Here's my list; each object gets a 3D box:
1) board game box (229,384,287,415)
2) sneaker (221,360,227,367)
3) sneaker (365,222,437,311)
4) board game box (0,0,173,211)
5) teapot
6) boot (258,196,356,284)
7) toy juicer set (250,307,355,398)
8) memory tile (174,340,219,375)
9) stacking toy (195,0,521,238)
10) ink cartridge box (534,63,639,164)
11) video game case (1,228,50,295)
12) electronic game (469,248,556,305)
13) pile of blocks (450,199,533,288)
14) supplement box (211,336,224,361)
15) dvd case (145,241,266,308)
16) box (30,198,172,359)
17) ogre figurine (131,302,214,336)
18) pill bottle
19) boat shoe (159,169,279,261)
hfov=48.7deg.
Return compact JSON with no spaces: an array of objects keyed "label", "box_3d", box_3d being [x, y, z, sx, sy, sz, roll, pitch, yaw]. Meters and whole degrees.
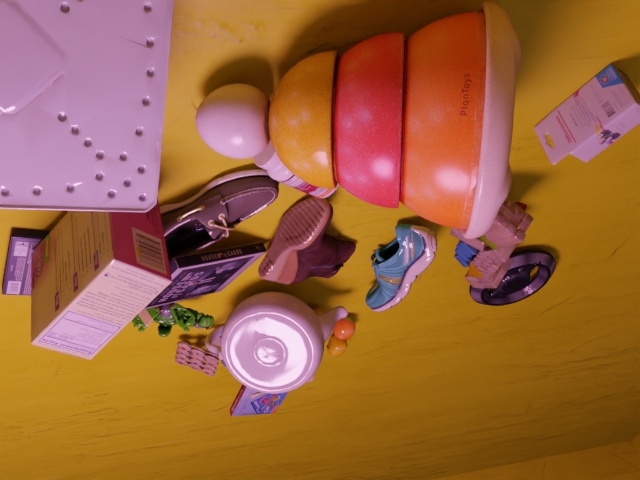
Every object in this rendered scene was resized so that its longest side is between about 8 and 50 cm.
[{"label":"board game box","box_3d":[-0.166,0.444,2.083,0.145,0.027,0.281,3,142,-21]},{"label":"sneaker","box_3d":[-0.185,0.289,1.808,0.069,0.082,0.209,16,137,-40]},{"label":"sneaker","box_3d":[0.163,0.056,1.614,0.109,0.107,0.275,18,132,-12]},{"label":"board game box","box_3d":[-0.387,-0.228,0.868,0.389,0.050,0.390,1,114,-22]},{"label":"teapot","box_3d":[-0.109,0.219,1.651,0.256,0.187,0.253,32,110,-6]},{"label":"boot","box_3d":[0.000,0.000,1.489,0.206,0.090,0.248,0,141,-44]},{"label":"toy juicer set","box_3d":[-0.038,0.289,1.868,0.209,0.089,0.329,3,136,-45]},{"label":"memory tile","box_3d":[-0.310,0.299,1.773,0.113,0.012,0.148,22,149,-2]},{"label":"stacking toy","box_3d":[0.044,-0.191,1.090,0.479,0.351,0.351,4,146,6]},{"label":"ink cartridge box","box_3d":[0.499,-0.222,1.310,0.061,0.104,0.181,17,136,-37]},{"label":"video game case","box_3d":[-0.478,0.054,1.411,0.274,0.026,0.196,4,142,-27]},{"label":"electronic game","box_3d":[0.492,0.098,1.814,0.229,0.048,0.229,-11,144,-8]},{"label":"pile of blocks","box_3d":[0.379,-0.015,1.588,0.113,0.149,0.362,-53,164,-20]},{"label":"supplement box","box_3d":[-0.235,0.279,1.755,0.036,0.098,0.062,-44,148,-14]},{"label":"dvd case","box_3d":[-0.245,0.071,1.433,0.179,0.030,0.238,-39,163,36]},{"label":"box","box_3d":[-0.389,0.045,1.235,0.243,0.214,0.117,-41,136,22]},{"label":"ogre figurine","box_3d":[-0.329,0.158,1.520,0.197,0.097,0.118,-10,178,-7]},{"label":"pill bottle","box_3d":[-0.040,-0.136,1.248,0.152,0.086,0.086,21,132,-41]},{"label":"boat shoe","box_3d":[-0.209,-0.038,1.318,0.304,0.091,0.109,-22,146,11]}]
